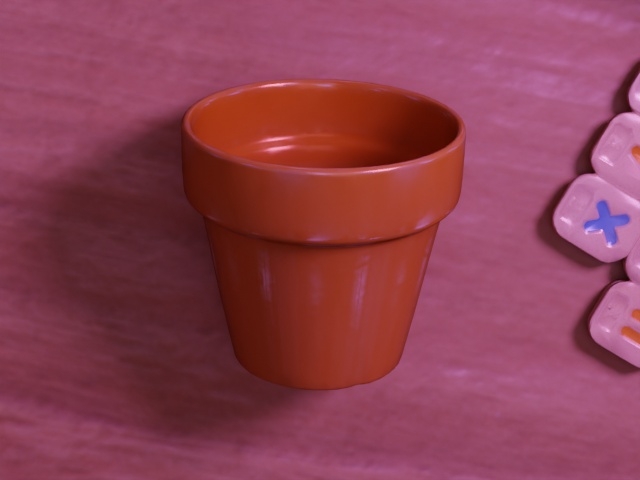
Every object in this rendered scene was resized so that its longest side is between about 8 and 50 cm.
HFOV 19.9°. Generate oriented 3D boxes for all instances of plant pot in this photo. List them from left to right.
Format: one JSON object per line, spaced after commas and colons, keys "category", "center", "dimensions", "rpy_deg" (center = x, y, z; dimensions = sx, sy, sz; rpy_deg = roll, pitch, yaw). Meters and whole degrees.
{"category": "plant pot", "center": [0.000, 0.000, 1.346], "dimensions": [0.205, 0.205, 0.188], "rpy_deg": [0, 113, -4]}

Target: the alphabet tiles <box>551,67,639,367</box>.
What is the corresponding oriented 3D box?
{"category": "alphabet tiles", "center": [0.336, -0.013, 1.448], "dimensions": [0.278, 0.021, 0.284], "rpy_deg": [30, 94, -7]}
